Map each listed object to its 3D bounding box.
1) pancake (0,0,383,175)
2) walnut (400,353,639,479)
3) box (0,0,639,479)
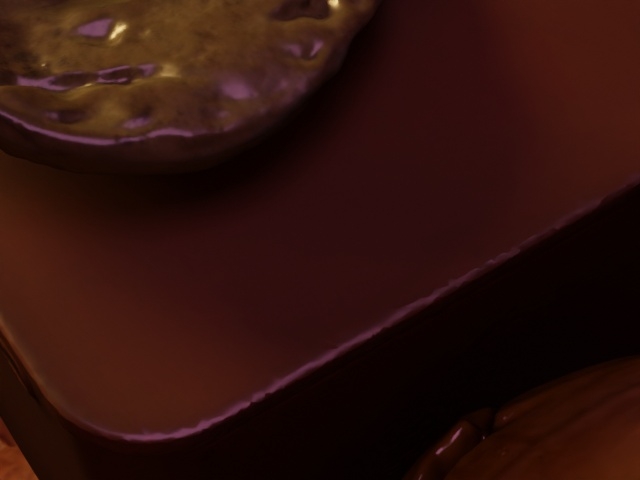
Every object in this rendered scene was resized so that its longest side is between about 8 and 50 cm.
[{"bbox_3d":[-0.081,-0.117,0.705,0.241,0.050,0.242,4,51,-5],"label":"pancake"},{"bbox_3d":[0.095,0.175,0.670,0.336,0.209,0.209,-35,60,-21],"label":"walnut"},{"bbox_3d":[0.000,0.000,0.781,0.339,0.229,0.239,-28,58,-19],"label":"box"}]
